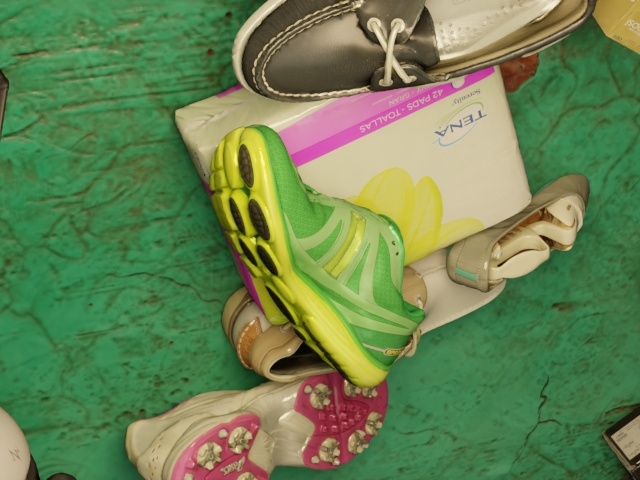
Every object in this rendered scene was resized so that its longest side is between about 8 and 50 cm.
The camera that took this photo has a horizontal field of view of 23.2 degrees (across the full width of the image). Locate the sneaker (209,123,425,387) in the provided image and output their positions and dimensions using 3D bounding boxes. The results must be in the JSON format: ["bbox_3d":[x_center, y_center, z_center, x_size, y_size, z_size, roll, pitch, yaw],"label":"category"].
[{"bbox_3d":[0.000,0.000,1.376,0.123,0.109,0.295,-43,128,-16],"label":"sneaker"}]

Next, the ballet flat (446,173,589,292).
[{"bbox_3d":[0.217,-0.003,1.566,0.213,0.068,0.072,-27,126,-33],"label":"ballet flat"}]

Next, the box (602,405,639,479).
[{"bbox_3d":[0.521,0.230,1.894,0.307,0.076,0.242,-36,129,0],"label":"box"}]

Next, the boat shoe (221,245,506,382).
[{"bbox_3d":[0.059,0.076,1.563,0.302,0.103,0.113,-17,126,-14],"label":"boat shoe"}]

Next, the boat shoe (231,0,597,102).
[{"bbox_3d":[0.079,-0.177,1.269,0.302,0.091,0.114,-23,129,-9],"label":"boat shoe"}]

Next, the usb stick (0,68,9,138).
[{"bbox_3d":[-0.325,-0.027,1.358,0.077,0.045,0.278,-3,122,-31],"label":"usb stick"}]

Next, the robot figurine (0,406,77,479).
[{"bbox_3d":[-0.340,0.274,1.462,0.209,0.173,0.278,-28,131,-28],"label":"robot figurine"}]

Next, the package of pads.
[{"bbox_3d":[0.040,-0.073,1.460,0.296,0.101,0.229,-25,128,-7],"label":"package of pads"}]

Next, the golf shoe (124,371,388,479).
[{"bbox_3d":[-0.062,0.181,1.584,0.306,0.140,0.115,-13,109,-43],"label":"golf shoe"}]

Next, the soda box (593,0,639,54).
[{"bbox_3d":[0.260,-0.244,1.396,0.061,0.181,0.058,21,122,-34],"label":"soda box"}]
